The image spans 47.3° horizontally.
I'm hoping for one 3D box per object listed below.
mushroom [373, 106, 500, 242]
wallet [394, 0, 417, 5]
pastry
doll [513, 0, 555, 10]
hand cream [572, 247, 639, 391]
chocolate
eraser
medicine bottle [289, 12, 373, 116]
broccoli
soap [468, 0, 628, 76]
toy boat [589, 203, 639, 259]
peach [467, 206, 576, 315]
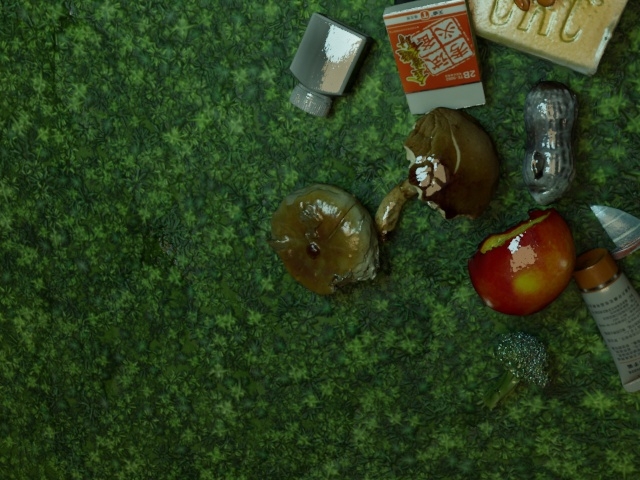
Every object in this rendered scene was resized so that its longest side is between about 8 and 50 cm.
[{"bbox_3d":[0.204,-0.137,1.483,0.302,0.208,0.232,-12,72,25],"label":"mushroom"},{"bbox_3d":[0.207,-0.508,1.387,0.149,0.044,0.250,-13,129,-7],"label":"wallet"},{"bbox_3d":[0.003,-0.004,1.577,0.257,0.121,0.235,-19,100,37],"label":"pastry"},{"bbox_3d":[0.350,-0.509,1.289,0.221,0.135,0.143,45,139,-1],"label":"doll"},{"bbox_3d":[0.622,0.163,1.478,0.140,0.089,0.314,-27,99,22],"label":"hand cream"},{"bbox_3d":[0.450,-0.191,1.429,0.110,0.110,0.248,4,104,16],"label":"chocolate"},{"bbox_3d":[0.227,-0.359,1.426,0.157,0.038,0.230,-6,131,22],"label":"eraser"},{"bbox_3d":[0.011,-0.360,1.521,0.132,0.088,0.188,29,110,8],"label":"medicine bottle"},{"bbox_3d":[0.408,0.289,1.571,0.122,0.118,0.204,16,123,-10],"label":"broccoli"},{"bbox_3d":[0.420,-0.437,1.381,0.274,0.089,0.173,22,109,12],"label":"soap"},{"bbox_3d":[0.595,-0.032,1.462,0.096,0.034,0.122,-34,91,16],"label":"toy boat"},{"bbox_3d":[0.400,0.031,1.456,0.190,0.196,0.226,-2,118,-25],"label":"peach"}]
